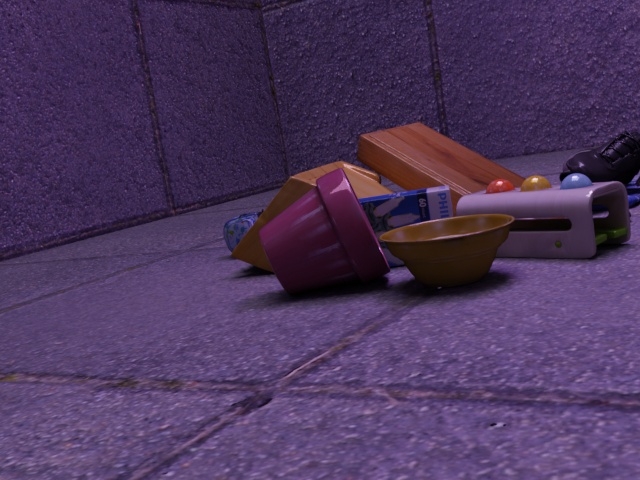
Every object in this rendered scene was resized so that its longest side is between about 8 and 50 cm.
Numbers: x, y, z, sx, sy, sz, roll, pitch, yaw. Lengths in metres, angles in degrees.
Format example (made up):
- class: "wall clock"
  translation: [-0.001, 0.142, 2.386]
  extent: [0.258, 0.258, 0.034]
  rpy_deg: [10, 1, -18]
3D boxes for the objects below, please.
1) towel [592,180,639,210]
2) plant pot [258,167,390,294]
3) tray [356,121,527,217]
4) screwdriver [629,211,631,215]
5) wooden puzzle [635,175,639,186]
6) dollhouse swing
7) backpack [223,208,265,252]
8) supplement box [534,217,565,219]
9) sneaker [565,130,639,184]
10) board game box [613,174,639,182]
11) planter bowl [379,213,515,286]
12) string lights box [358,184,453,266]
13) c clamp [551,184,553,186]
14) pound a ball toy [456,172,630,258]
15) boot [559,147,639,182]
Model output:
- class: "towel"
  translation: [0.666, -0.115, 1.850]
  extent: [0.243, 0.040, 0.336]
  rpy_deg: [-3, 10, 37]
- class: "plant pot"
  translation: [0.000, 0.000, 1.342]
  extent: [0.180, 0.201, 0.201]
  rpy_deg: [-25, 7, 4]
- class: "tray"
  translation: [0.294, -0.156, 1.787]
  extent: [0.202, 0.076, 0.411]
  rpy_deg: [-17, 40, -35]
- class: "screwdriver"
  translation: [0.612, -0.059, 1.582]
  extent: [0.025, 0.024, 0.170]
  rpy_deg: [-38, -2, 15]
- class: "wooden puzzle"
  translation: [0.842, -0.227, 1.748]
  extent: [0.238, 0.221, 0.044]
  rpy_deg: [-13, 51, -22]
- class: "dollhouse swing"
  translation: [0.056, -0.002, 1.709]
  extent: [0.315, 0.305, 0.347]
  rpy_deg: [-51, -7, 20]
- class: "backpack"
  translation: [-0.185, -0.014, 1.912]
  extent: [0.114, 0.105, 0.084]
  rpy_deg: [-11, 5, 32]
- class: "supplement box"
  translation: [0.447, -0.049, 1.553]
  extent: [0.036, 0.062, 0.098]
  rpy_deg: [-13, 9, -24]
- class: "sneaker"
  translation: [0.656, -0.188, 1.730]
  extent: [0.286, 0.109, 0.130]
  rpy_deg: [-19, -26, -45]
- class: "board game box"
  translation: [0.831, -0.156, 2.014]
  extent: [0.090, 0.020, 0.090]
  rpy_deg: [-11, 9, -9]
- class: "planter bowl"
  translation: [0.208, 0.021, 1.240]
  extent: [0.217, 0.090, 0.217]
  rpy_deg: [-10, 8, 1]
- class: "string lights box"
  translation: [0.125, -0.020, 1.471]
  extent: [0.259, 0.134, 0.077]
  rpy_deg: [-8, 7, 10]
- class: "c clamp"
  translation: [0.446, -0.071, 1.647]
  extent: [0.160, 0.137, 0.022]
  rpy_deg: [-1, 43, -42]
- class: "pound a ball toy"
  translation: [0.400, -0.056, 1.404]
  extent: [0.208, 0.136, 0.319]
  rpy_deg: [-16, 11, -38]
- class: "boot"
  translation: [0.667, -0.180, 1.963]
  extent: [0.161, 0.084, 0.246]
  rpy_deg: [-16, 9, -23]
